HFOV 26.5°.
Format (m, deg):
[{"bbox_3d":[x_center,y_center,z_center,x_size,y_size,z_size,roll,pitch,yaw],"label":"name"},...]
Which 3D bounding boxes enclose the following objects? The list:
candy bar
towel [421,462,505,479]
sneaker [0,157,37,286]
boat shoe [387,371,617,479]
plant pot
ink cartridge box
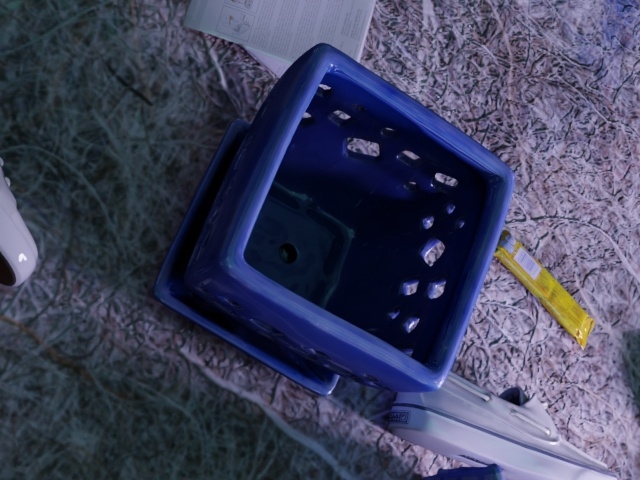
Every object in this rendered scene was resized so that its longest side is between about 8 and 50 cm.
[{"bbox_3d":[0.242,0.051,1.470,0.161,0.018,0.040,44,56,-14],"label":"candy bar"},{"bbox_3d":[0.150,0.348,1.237,0.034,0.209,0.285,-7,81,-13],"label":"towel"},{"bbox_3d":[-0.300,-0.104,1.131,0.123,0.106,0.290,-35,96,-30],"label":"sneaker"},{"bbox_3d":[0.192,0.191,1.366,0.267,0.096,0.088,22,72,-16],"label":"boat shoe"},{"bbox_3d":[0.000,0.000,1.223,0.236,0.212,0.236,32,63,-21],"label":"plant pot"},{"bbox_3d":[-0.038,-0.237,1.374,0.179,0.045,0.145,18,69,-7],"label":"ink cartridge box"}]
